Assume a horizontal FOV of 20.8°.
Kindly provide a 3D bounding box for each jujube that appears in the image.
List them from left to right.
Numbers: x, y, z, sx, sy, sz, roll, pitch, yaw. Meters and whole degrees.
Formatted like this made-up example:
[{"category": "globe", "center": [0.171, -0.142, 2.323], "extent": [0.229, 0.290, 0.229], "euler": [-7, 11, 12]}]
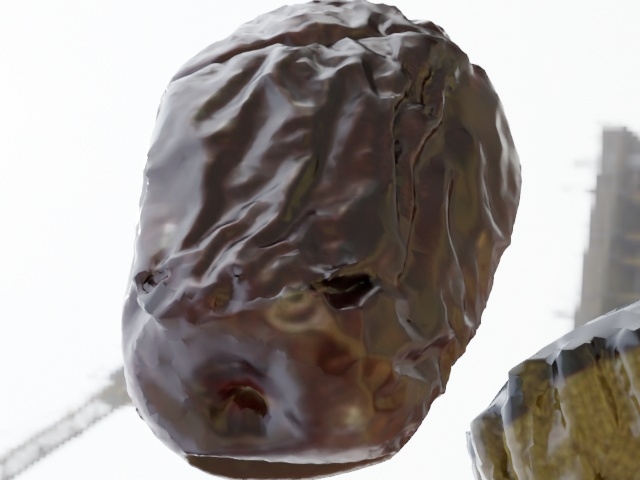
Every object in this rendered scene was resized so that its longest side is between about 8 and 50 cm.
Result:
[{"category": "jujube", "center": [0.000, 0.000, 0.938], "extent": [0.342, 0.216, 0.216], "euler": [-71, -30, -62]}]

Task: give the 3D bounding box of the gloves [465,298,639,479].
[{"category": "gloves", "center": [0.145, 0.182, 0.448], "extent": [0.203, 0.155, 0.356], "euler": [-15, -99, -12]}]
